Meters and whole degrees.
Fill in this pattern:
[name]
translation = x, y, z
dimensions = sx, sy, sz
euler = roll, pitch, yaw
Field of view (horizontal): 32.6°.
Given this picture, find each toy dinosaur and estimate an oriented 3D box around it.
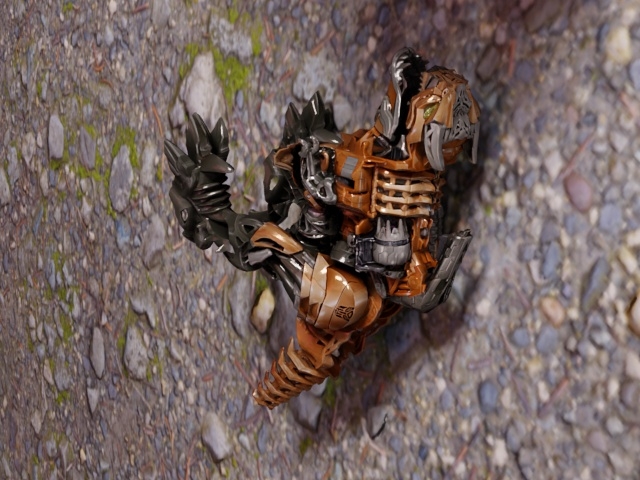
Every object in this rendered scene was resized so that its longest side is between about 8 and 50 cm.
[toy dinosaur]
translation = 0.000, 0.000, 0.813
dimensions = 0.218, 0.164, 0.322
euler = 42, 106, 28
